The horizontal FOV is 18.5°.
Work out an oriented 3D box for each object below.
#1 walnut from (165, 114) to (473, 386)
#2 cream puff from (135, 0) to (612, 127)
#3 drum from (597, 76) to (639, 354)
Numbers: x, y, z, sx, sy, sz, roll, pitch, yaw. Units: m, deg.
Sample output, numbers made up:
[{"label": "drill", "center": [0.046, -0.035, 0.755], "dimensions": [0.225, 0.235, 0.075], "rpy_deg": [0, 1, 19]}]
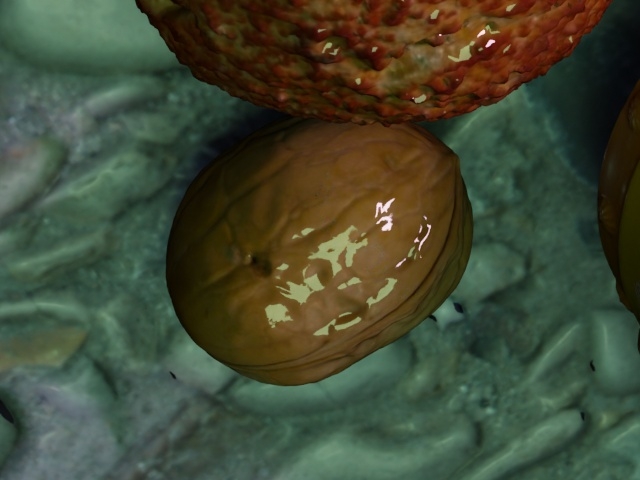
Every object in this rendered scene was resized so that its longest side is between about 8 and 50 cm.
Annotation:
[{"label": "walnut", "center": [0.000, 0.000, 1.260], "dimensions": [0.207, 0.167, 0.167], "rpy_deg": [-32, 118, 8]}, {"label": "cream puff", "center": [0.038, -0.205, 1.111], "dimensions": [0.350, 0.229, 0.350], "rpy_deg": [-4, 121, -7]}, {"label": "drum", "center": [0.393, -0.009, 1.207], "dimensions": [0.431, 0.214, 0.431], "rpy_deg": [-12, 137, -12]}]
